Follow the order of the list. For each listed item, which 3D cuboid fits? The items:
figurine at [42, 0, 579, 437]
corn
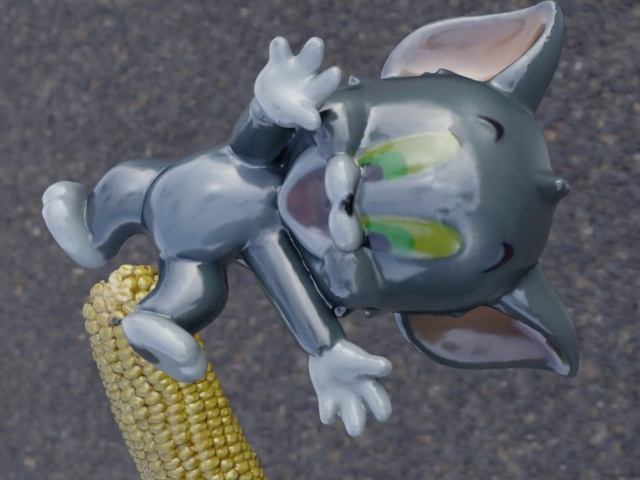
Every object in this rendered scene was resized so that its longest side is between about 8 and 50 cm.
[{"bbox_3d":[-0.002,0.001,0.766,0.265,0.140,0.193,-13,87,28],"label":"figurine"},{"bbox_3d":[-0.114,0.157,1.252,0.106,0.106,0.293,-15,103,47],"label":"corn"}]
